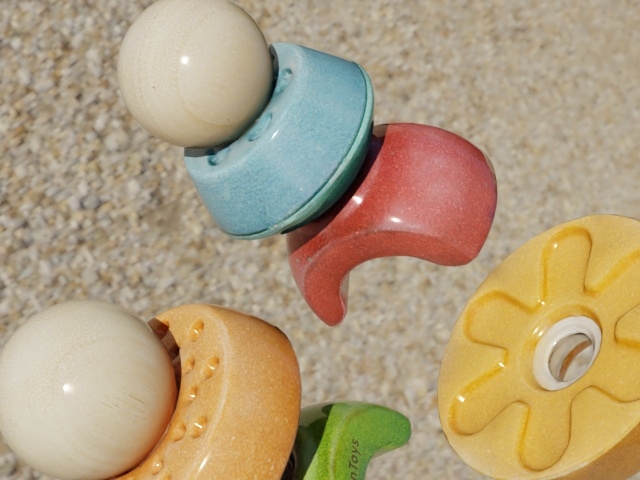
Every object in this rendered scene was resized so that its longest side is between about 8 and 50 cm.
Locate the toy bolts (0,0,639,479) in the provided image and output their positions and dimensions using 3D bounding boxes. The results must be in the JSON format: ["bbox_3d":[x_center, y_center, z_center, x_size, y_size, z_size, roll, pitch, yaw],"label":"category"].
[{"bbox_3d":[0.000,0.000,0.491,0.158,0.218,0.228,37,36,-32],"label":"toy bolts"}]
